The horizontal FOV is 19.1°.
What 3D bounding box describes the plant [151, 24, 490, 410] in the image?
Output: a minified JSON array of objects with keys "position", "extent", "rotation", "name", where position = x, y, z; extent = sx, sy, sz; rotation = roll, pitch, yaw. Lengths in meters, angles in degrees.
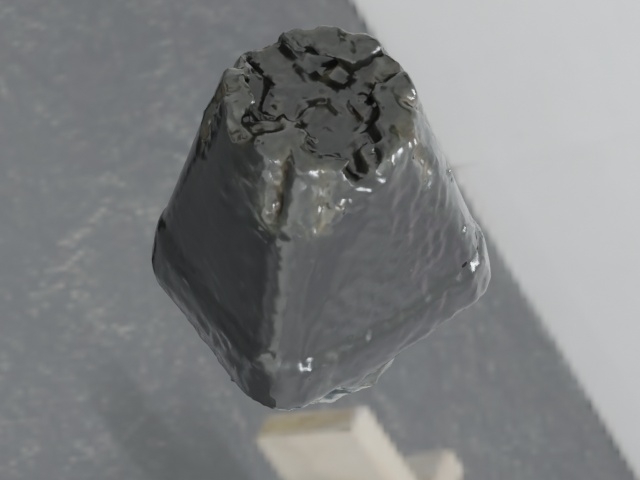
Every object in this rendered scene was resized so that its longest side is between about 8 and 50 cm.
[{"position":[0.000,0.000,1.038],"extent":[0.164,0.142,0.256],"rotation":[-32,154,-18],"name":"plant"}]
